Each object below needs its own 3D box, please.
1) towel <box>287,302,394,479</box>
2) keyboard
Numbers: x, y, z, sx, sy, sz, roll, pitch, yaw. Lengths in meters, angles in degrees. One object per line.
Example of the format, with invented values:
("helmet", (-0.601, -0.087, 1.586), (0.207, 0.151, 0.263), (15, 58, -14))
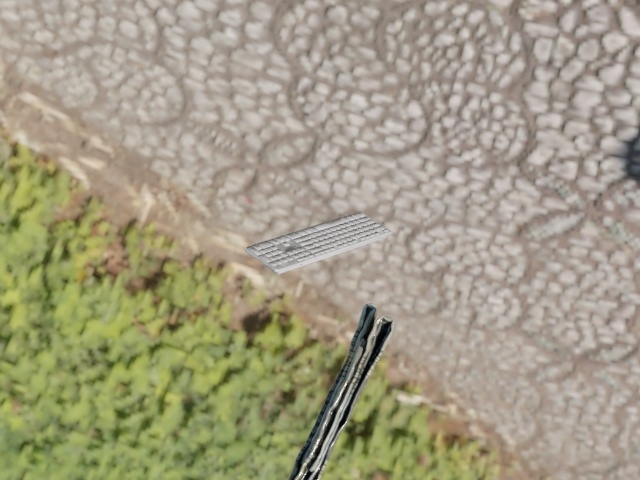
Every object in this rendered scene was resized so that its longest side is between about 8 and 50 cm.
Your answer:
("towel", (0.019, 0.249, 1.869), (0.056, 0.312, 0.324), (27, 172, 3))
("keyboard", (0.000, 0.000, 1.914), (0.072, 0.256, 0.014), (39, 127, 30))
